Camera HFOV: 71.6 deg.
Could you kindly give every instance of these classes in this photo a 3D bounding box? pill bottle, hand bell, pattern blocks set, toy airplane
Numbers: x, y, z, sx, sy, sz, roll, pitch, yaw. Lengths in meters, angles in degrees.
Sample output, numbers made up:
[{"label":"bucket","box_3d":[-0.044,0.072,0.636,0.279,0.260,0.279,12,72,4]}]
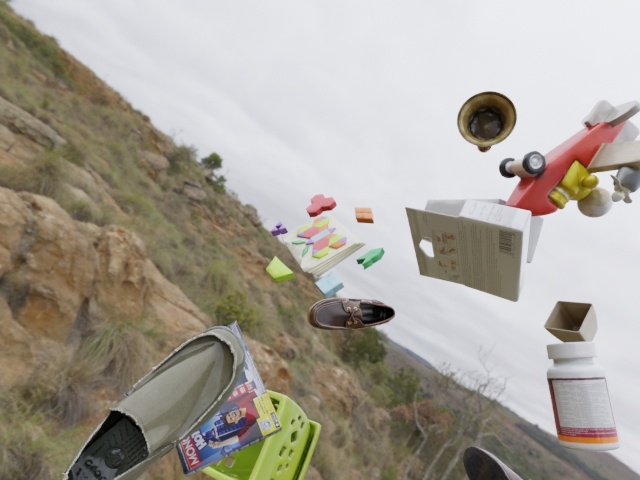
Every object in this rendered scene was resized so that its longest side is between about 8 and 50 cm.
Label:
[{"label":"pill bottle","box_3d":[0.581,0.344,0.997,0.121,0.221,0.121,-2,-17,-1]},{"label":"hand bell","box_3d":[0.407,-0.259,1.093,0.126,0.126,0.242,30,6,20]},{"label":"pattern blocks set","box_3d":[0.000,0.000,1.032,0.324,0.285,0.026,29,-29,47]},{"label":"toy airplane","box_3d":[0.725,-0.197,1.220,0.384,0.386,0.272,-28,-83,39]}]

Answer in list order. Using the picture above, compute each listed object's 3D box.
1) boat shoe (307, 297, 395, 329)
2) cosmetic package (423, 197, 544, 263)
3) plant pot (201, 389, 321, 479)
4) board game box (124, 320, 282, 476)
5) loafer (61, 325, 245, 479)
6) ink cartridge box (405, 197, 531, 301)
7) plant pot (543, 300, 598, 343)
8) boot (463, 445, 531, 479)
[{"label":"boat shoe","box_3d":[0.074,0.163,0.999,0.206,0.073,0.073,-1,-3,-30]},{"label":"cosmetic package","box_3d":[0.511,-0.041,1.472,0.196,0.155,0.365,19,-4,-20]},{"label":"plant pot","box_3d":[-0.145,0.525,1.146,0.228,0.227,0.207,-3,-37,41]},{"label":"board game box","box_3d":[-0.185,0.249,0.684,0.194,0.194,0.060,58,-22,34]},{"label":"loafer","box_3d":[-0.185,0.204,0.512,0.094,0.251,0.087,42,-16,4]},{"label":"ink cartridge box","box_3d":[0.357,0.017,1.077,0.261,0.066,0.296,16,-30,31]},{"label":"plant pot","box_3d":[0.754,0.254,1.317,0.096,0.109,0.109,48,-23,-19]},{"label":"boot","box_3d":[0.528,0.644,1.165,0.264,0.096,0.280,28,2,42]}]
